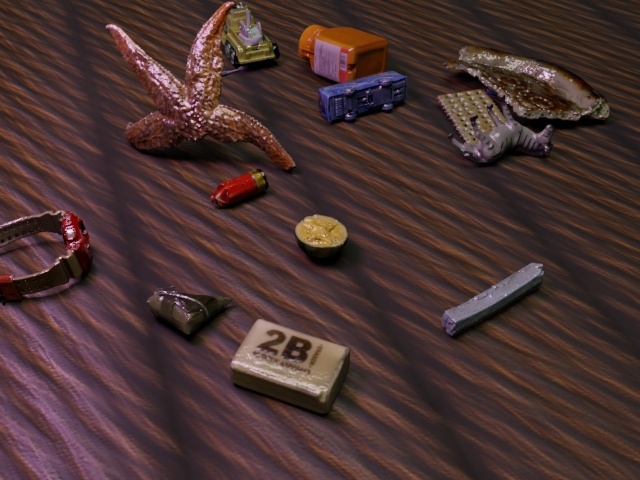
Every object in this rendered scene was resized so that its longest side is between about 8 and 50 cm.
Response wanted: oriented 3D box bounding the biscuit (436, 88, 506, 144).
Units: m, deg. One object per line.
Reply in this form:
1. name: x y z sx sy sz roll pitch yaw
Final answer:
1. biscuit: 0.386 -0.297 1.883 0.139 0.016 0.231 -10 48 -11

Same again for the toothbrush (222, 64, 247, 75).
1. toothbrush: -0.265 -0.440 2.029 0.167 0.011 0.014 -25 42 -29

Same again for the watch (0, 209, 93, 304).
1. watch: -0.556 0.034 1.408 0.268 0.102 0.165 -24 48 -17

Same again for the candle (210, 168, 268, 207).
1. candle: -0.175 -0.107 1.616 0.131 0.052 0.052 -26 49 -28

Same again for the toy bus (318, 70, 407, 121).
1. toy bus: 0.104 -0.360 1.917 0.237 0.079 0.094 -18 29 -23

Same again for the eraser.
1. eraser: -0.048 0.203 1.255 0.172 0.058 0.117 16 43 15

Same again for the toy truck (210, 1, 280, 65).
1. toy truck: -0.213 -0.584 2.105 0.128 0.135 0.259 -15 38 -18

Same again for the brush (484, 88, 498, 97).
1. brush: 0.500 -0.368 1.993 0.164 0.014 0.051 19 42 20

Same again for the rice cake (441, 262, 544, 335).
1. rice cake: 0.320 0.106 1.401 0.245 0.045 0.042 -25 45 -29

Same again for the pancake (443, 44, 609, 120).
1. pancake: 0.525 -0.418 1.986 0.305 0.066 0.427 -14 43 -33

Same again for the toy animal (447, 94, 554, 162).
1. toy animal: 0.423 -0.233 1.774 0.217 0.073 0.176 -34 90 -14

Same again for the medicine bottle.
1. medicine bottle: 0.053 -0.494 2.024 0.149 0.112 0.222 -24 40 -37

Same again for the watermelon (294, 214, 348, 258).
1. watermelon: 0.000 0.000 1.492 0.106 0.062 0.105 6 35 -5

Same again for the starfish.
1. starfish: -0.283 -0.313 1.706 0.398 0.383 0.132 -8 4 18

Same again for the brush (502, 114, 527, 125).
1. brush: 0.420 -0.314 1.922 0.194 0.016 0.063 16 45 15

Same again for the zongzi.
1. zongzi: -0.234 0.110 1.362 0.109 0.055 0.119 24 33 25
